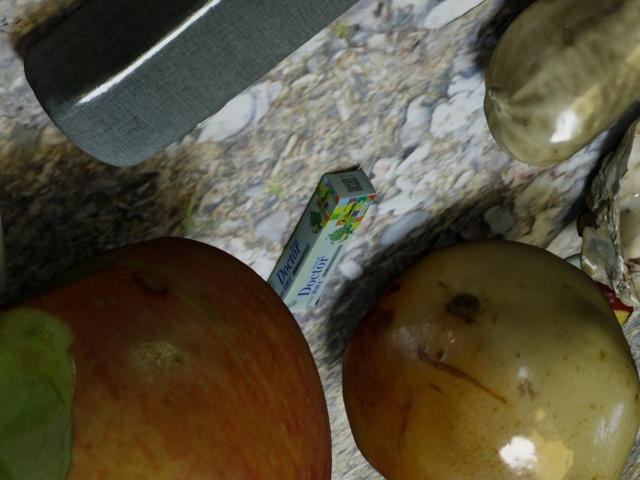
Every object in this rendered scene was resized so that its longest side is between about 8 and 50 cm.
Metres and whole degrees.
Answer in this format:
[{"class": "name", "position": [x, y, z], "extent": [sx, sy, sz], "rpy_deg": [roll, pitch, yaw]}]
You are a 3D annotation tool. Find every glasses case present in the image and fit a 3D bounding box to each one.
[{"class": "glasses case", "position": [-0.055, -0.179, 1.354], "extent": [0.323, 0.074, 0.131], "rpy_deg": [-37, 154, 6]}]

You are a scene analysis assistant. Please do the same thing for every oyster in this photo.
[{"class": "oyster", "position": [0.327, -0.049, 1.997], "extent": [0.162, 0.107, 0.232], "rpy_deg": [-10, 127, -30]}]

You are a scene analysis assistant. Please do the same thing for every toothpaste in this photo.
[{"class": "toothpaste", "position": [0.000, 0.000, 1.758], "extent": [0.046, 0.034, 0.164], "rpy_deg": [-9, 144, -34]}]

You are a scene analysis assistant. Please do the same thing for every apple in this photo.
[{"class": "apple", "position": [-0.154, 0.165, 1.513], "extent": [0.340, 0.339, 0.339], "rpy_deg": [-27, 152, -15]}]

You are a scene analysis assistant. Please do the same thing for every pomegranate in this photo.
[{"class": "pomegranate", "position": [0.176, 0.151, 1.928], "extent": [0.319, 0.319, 0.319], "rpy_deg": [-27, 152, -15]}]

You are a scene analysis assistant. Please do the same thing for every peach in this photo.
[{"class": "peach", "position": [0.334, 0.077, 2.240], "extent": [0.077, 0.050, 0.083], "rpy_deg": [-22, 152, 32]}]

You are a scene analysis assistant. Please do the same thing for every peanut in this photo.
[{"class": "peanut", "position": [0.228, -0.164, 1.646], "extent": [0.224, 0.129, 0.129], "rpy_deg": [-45, 152, 5]}]

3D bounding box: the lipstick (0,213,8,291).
[{"class": "lipstick", "position": [-0.263, -0.043, 1.348], "extent": [0.070, 0.070, 0.254], "rpy_deg": [-25, 152, -18]}]

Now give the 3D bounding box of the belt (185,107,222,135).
[{"class": "belt", "position": [-0.110, -0.105, 1.459], "extent": [0.083, 0.036, 0.059], "rpy_deg": [-28, 159, -11]}]

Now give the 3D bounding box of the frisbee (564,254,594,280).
[{"class": "frisbee", "position": [0.270, 0.056, 2.174], "extent": [0.110, 0.014, 0.110], "rpy_deg": [-26, 152, -15]}]
